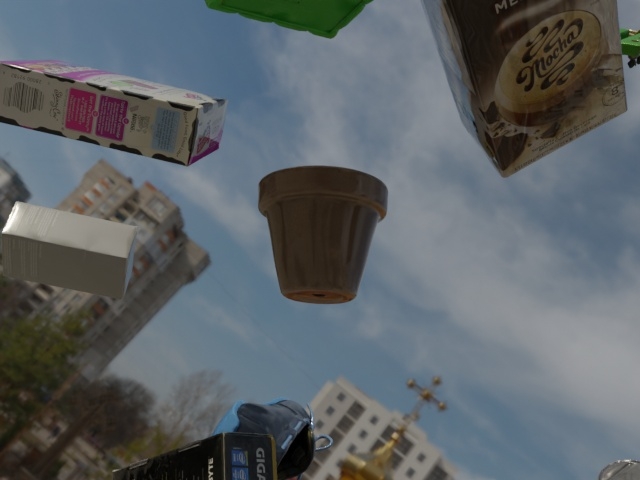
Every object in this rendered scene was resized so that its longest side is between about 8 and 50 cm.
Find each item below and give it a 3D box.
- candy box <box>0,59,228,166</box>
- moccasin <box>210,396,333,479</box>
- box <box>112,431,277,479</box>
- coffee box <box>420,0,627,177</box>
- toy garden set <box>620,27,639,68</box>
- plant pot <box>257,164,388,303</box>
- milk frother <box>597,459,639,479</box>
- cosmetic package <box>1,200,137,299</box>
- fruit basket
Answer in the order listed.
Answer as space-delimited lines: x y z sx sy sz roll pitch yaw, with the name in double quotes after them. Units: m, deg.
-0.242 -0.156 0.920 0.233 0.071 0.159 13 15 3 "candy box"
-0.067 0.323 1.184 0.117 0.137 0.342 32 1 18 "moccasin"
-0.147 0.399 0.866 0.079 0.322 0.257 16 -33 -37 "box"
0.216 -0.227 0.831 0.297 0.168 0.119 55 8 -50 "coffee box"
0.485 -0.353 1.363 0.244 0.204 0.049 23 -55 39 "toy garden set"
0.000 0.000 1.530 0.263 0.229 0.263 3 -16 1 "plant pot"
0.468 0.402 1.080 0.143 0.129 0.134 -6 -64 26 "milk frother"
-0.482 0.021 1.498 0.238 0.107 0.127 12 -48 -12 "cosmetic package"
-0.081 -0.610 1.522 0.392 0.392 0.283 46 -37 -11 "fruit basket"
